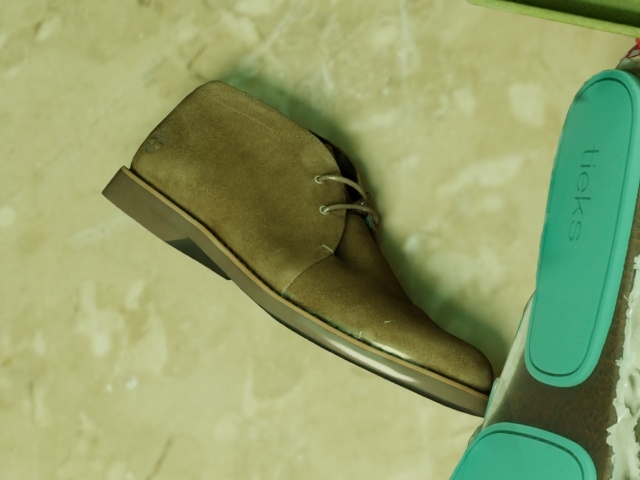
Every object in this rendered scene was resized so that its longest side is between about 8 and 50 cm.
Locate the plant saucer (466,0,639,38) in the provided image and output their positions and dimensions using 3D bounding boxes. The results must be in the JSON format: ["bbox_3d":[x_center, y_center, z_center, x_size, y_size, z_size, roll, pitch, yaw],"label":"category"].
[{"bbox_3d":[0.201,-0.199,1.077,0.188,0.045,0.188,17,80,34],"label":"plant saucer"}]

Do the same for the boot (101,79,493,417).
[{"bbox_3d":[0.000,0.000,1.142,0.305,0.112,0.115,35,88,29],"label":"boot"}]

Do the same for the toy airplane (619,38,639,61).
[{"bbox_3d":[0.240,-0.136,1.076,0.151,0.028,0.151,-6,78,27],"label":"toy airplane"}]

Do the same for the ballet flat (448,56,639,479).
[{"bbox_3d":[0.165,0.102,1.020,0.147,0.147,0.408,19,92,28],"label":"ballet flat"}]
